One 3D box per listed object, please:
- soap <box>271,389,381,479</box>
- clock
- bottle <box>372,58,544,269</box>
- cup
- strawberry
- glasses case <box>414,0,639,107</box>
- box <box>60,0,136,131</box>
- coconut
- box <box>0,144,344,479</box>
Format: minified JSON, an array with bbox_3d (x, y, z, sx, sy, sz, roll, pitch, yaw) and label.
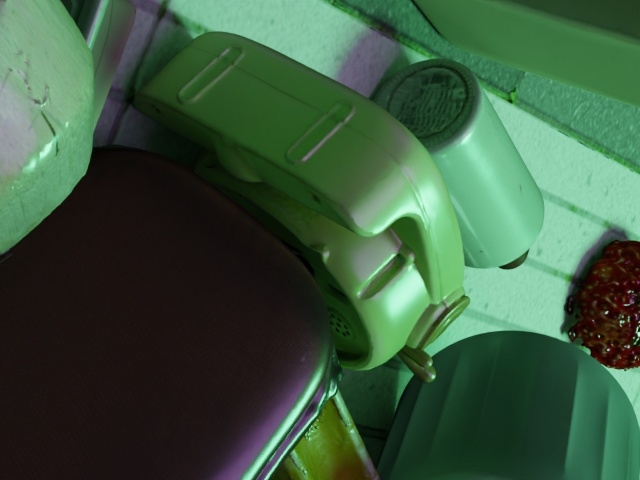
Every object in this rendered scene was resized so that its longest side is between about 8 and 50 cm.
[{"bbox_3d":[-0.060,0.112,1.449,0.080,0.160,0.257,-50,140,-22],"label":"soap"},{"bbox_3d":[0.000,0.000,1.409,0.096,0.235,0.308,-46,142,-21],"label":"clock"},{"bbox_3d":[0.129,-0.050,1.667,0.104,0.104,0.245,-57,144,-16],"label":"bottle"},{"bbox_3d":[0.178,0.275,1.638,0.237,0.323,0.327,-40,-170,21],"label":"cup"},{"bbox_3d":[0.328,0.070,2.019,0.145,0.086,0.145,-33,133,-43],"label":"strawberry"},{"bbox_3d":[0.225,-0.174,1.525,0.076,0.336,0.144,-61,146,-10],"label":"glasses case"},{"bbox_3d":[-0.176,-0.121,1.235,0.062,0.089,0.122,14,97,-66],"label":"box"},{"bbox_3d":[-0.246,-0.100,1.038,0.227,0.227,0.230,-48,121,-27],"label":"coconut"},{"bbox_3d":[-0.170,0.130,1.255,0.404,0.263,0.108,-52,-173,-20],"label":"box"}]
